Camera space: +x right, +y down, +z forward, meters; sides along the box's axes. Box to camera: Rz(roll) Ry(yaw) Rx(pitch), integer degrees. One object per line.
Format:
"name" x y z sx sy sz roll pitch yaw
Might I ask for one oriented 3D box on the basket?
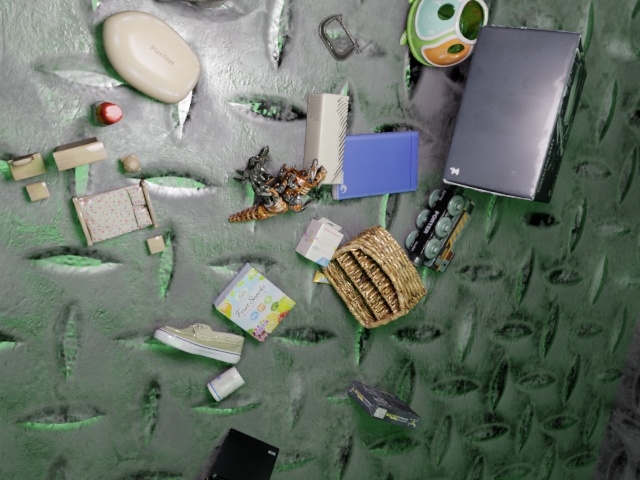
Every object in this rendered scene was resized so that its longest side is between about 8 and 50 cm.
"basket" 0.179 0.129 1.738 0.223 0.213 0.299 -35 95 -15

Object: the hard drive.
"hard drive" 0.190 -0.260 1.780 0.319 0.040 0.210 -9 108 -24

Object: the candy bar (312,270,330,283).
"candy bar" 0.047 0.140 1.833 0.162 0.018 0.040 14 98 -27

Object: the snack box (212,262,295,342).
"snack box" -0.214 0.204 1.695 0.207 0.070 0.174 42 84 -27

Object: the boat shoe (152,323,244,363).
"boat shoe" -0.377 0.309 1.639 0.302 0.109 0.094 26 76 -38

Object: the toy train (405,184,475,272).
"toy train" 0.447 -0.039 1.918 0.190 0.142 0.333 31 87 -41

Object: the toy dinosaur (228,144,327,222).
"toy dinosaur" -0.141 -0.151 1.572 0.322 0.164 0.218 -40 112 -7

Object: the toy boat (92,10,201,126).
"toy boat" -0.486 -0.433 1.365 0.267 0.148 0.318 40 77 -34

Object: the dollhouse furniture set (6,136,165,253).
"dollhouse furniture set" -0.598 -0.078 1.375 0.303 0.174 0.355 -19 111 -20

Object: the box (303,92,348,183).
"box" 0.014 -0.320 1.641 0.094 0.113 0.275 -3 106 -26

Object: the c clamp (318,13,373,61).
"c clamp" 0.073 -0.641 1.635 0.137 0.022 0.161 -46 120 -2

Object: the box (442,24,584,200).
"box" 0.648 -0.384 1.708 0.472 0.298 0.479 -5 110 -60

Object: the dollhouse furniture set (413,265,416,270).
"dollhouse furniture set" 0.284 0.134 1.940 0.151 0.123 0.144 -4 108 11

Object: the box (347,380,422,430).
"box" 0.240 0.621 1.961 0.233 0.183 0.059 27 92 -30

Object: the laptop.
"laptop" -0.313 0.828 1.849 0.234 0.136 0.264 36 112 -28

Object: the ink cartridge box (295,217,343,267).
"ink cartridge box" 0.000 0.000 1.731 0.092 0.090 0.143 30 89 -29

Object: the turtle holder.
"turtle holder" 0.430 -0.716 1.666 0.243 0.227 0.320 42 84 -28

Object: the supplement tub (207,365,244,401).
"supplement tub" -0.313 0.474 1.720 0.107 0.071 0.071 -34 116 -15

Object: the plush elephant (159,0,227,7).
"plush elephant" -0.243 -0.751 1.339 0.330 0.255 0.271 18 141 3
